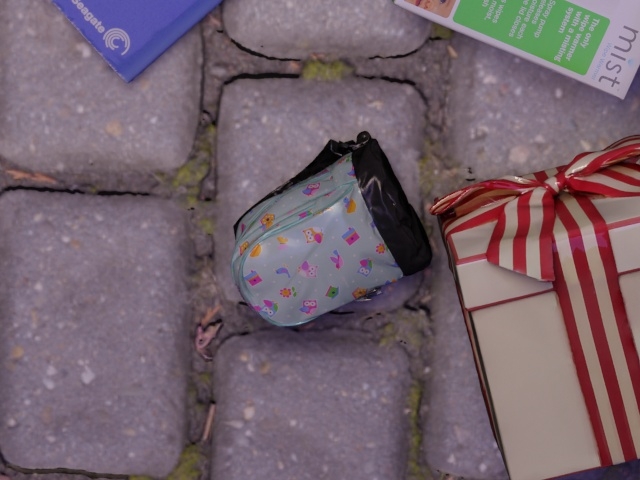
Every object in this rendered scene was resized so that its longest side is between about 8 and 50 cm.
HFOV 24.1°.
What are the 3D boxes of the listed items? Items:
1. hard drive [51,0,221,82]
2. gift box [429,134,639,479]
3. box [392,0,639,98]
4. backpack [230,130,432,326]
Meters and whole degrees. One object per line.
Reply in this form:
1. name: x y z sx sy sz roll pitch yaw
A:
1. hard drive: -0.130 -0.327 1.377 0.318 0.040 0.210 -40 103 10
2. gift box: 0.252 0.051 1.379 0.255 0.276 0.258 -15 105 -2
3. box: 0.216 -0.294 1.350 0.231 0.127 0.262 23 104 -5
4. backpack: 0.000 0.000 1.438 0.182 0.115 0.152 -25 108 9
